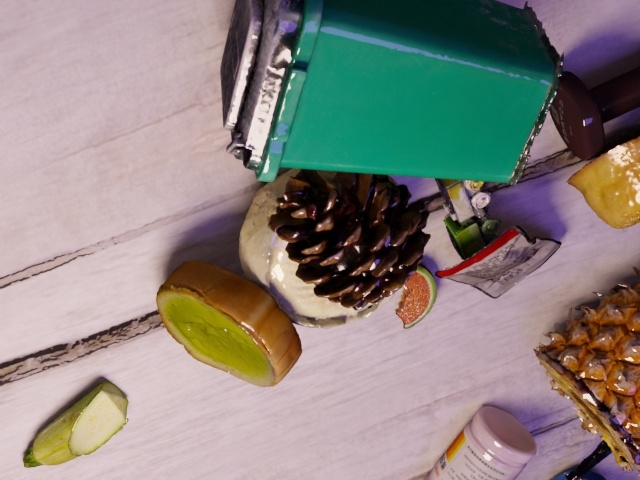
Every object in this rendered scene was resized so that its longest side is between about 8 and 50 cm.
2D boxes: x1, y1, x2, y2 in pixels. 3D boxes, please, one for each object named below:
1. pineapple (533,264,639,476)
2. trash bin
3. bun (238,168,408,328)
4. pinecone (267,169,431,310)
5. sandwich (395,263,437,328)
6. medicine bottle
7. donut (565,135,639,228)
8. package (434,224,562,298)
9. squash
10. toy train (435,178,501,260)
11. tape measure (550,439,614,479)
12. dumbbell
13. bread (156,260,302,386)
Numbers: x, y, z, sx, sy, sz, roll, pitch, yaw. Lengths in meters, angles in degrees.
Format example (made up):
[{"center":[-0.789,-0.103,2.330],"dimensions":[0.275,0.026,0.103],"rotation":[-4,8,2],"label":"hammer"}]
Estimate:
[{"center":[0.565,0.224,1.971],"dimensions":[0.300,0.352,0.352],"rotation":[-35,131,-7],"label":"pineapple"},{"center":[0.082,-0.229,1.425],"dimensions":[0.381,0.259,0.295],"rotation":[8,127,-14],"label":"trash bin"},{"center":[0.000,0.000,1.670],"dimensions":[0.259,0.152,0.259],"rotation":[-11,119,-21],"label":"bun"},{"center":[0.039,-0.014,1.495],"dimensions":[0.179,0.184,0.204],"rotation":[-40,100,25],"label":"pinecone"},{"center":[0.155,0.086,1.880],"dimensions":[0.067,0.029,0.135],"rotation":[-5,128,-12],"label":"sandwich"},{"center":[0.279,0.438,2.128],"dimensions":[0.133,0.133,0.249],"rotation":[17,117,-32],"label":"medicine bottle"},{"center":[0.522,-0.109,1.741],"dimensions":[0.278,0.108,0.277],"rotation":[-25,171,-4],"label":"donut"},{"center":[0.290,0.035,1.833],"dimensions":[0.154,0.030,0.239],"rotation":[-35,158,20],"label":"package"},{"center":[-0.390,0.309,1.794],"dimensions":[0.200,0.075,0.090],"rotation":[-38,156,10],"label":"squash"},{"center":[0.229,-0.045,1.791],"dimensions":[0.081,0.060,0.202],"rotation":[-28,132,-1],"label":"toy train"},{"center":[0.544,0.510,2.310],"dimensions":[0.215,0.098,0.351],"rotation":[24,116,-32],"label":"tape measure"},{"center":[0.459,-0.221,1.711],"dimensions":[0.225,0.124,0.140],"rotation":[-24,130,-4],"label":"dumbbell"},{"center":[-0.135,0.124,1.669],"dimensions":[0.070,0.236,0.236],"rotation":[-53,137,-27],"label":"bread"}]
